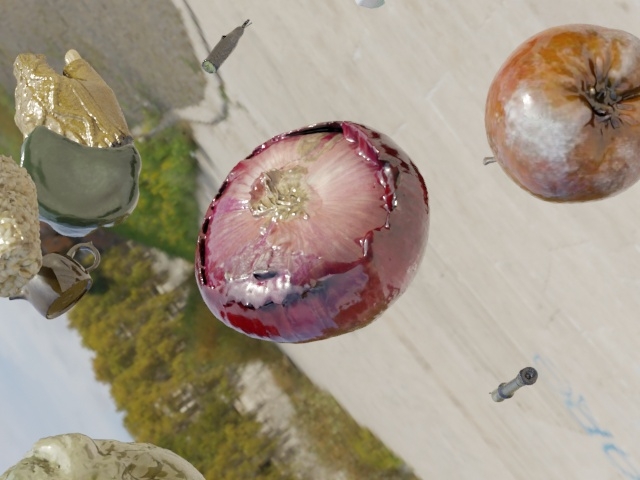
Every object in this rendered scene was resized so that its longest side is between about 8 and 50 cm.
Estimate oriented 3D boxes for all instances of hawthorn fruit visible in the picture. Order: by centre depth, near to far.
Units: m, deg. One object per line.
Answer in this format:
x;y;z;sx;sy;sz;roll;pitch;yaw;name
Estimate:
0.332;-0.170;1.175;0.263;0.234;0.231;-71;-22;-64;hawthorn fruit

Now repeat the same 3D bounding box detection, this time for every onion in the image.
-0.005;-0.002;0.882;0.161;0.248;0.248;55;172;-29;onion

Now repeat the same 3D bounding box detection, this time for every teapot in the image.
-0.324;0.043;1.102;0.068;0.121;0.076;45;159;8;teapot

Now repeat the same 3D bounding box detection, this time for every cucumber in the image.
-0.188;-0.392;1.798;0.043;0.163;0.039;-19;123;40;cucumber

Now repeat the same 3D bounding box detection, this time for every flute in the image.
0.275;0.211;1.291;0.027;0.027;0.233;51;170;14;flute

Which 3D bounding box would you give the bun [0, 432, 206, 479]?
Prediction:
-0.283;0.347;0.978;0.234;0.326;0.362;47;-168;-2;bun

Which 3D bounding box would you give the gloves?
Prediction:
-0.502;-0.250;1.758;0.356;0.203;0.155;44;-171;31;gloves

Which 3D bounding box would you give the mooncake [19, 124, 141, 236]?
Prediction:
-0.340;-0.088;1.263;0.175;0.168;0.104;45;163;-7;mooncake

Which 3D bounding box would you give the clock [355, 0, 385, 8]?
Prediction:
0.067;-0.530;1.370;0.231;0.116;0.262;-40;69;42;clock

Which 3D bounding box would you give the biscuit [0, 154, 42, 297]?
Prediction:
-0.342;-0.017;0.953;0.070;0.082;0.168;47;-168;-46;biscuit
